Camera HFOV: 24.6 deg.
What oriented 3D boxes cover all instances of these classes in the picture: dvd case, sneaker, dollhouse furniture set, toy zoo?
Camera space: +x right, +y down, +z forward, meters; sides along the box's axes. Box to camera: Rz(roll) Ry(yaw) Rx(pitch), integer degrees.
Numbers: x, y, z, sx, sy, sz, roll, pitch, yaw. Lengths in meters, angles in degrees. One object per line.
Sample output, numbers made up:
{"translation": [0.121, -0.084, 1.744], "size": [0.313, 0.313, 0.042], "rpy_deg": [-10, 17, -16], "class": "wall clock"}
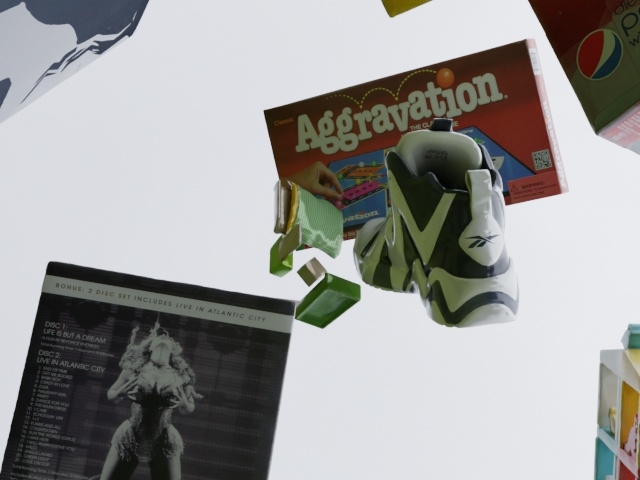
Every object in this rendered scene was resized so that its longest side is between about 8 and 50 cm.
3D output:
{"translation": [-0.112, 0.129, 0.917], "size": [0.018, 0.165, 0.221], "rpy_deg": [105, -6, -69], "class": "dvd case"}
{"translation": [0.089, -0.030, 1.203], "size": [0.235, 0.094, 0.153], "rpy_deg": [-134, -139, -72], "class": "sneaker"}
{"translation": [0.000, 0.000, 1.321], "size": [0.058, 0.076, 0.151], "rpy_deg": [-43, -145, 40], "class": "dollhouse furniture set"}
{"translation": [0.340, 0.236, 1.620], "size": [0.192, 0.030, 0.293], "rpy_deg": [-111, -157, -83], "class": "toy zoo"}

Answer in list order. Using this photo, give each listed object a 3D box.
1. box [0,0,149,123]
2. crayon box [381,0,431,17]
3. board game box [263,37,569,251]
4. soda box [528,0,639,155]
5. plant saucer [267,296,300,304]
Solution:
{"translation": [-0.245, -0.165, 0.523], "size": [0.312, 0.343, 0.179], "rpy_deg": [37, -50, 6], "class": "box"}
{"translation": [0.158, -0.382, 1.079], "size": [0.363, 0.106, 0.313], "rpy_deg": [-22, -81, 19], "class": "crayon box"}
{"translation": [0.084, -0.086, 1.384], "size": [0.281, 0.027, 0.145], "rpy_deg": [-13, -90, 29], "class": "board game box"}
{"translation": [0.224, -0.082, 0.784], "size": [0.083, 0.263, 0.092], "rpy_deg": [-36, -122, 27], "class": "soda box"}
{"translation": [-0.055, 0.063, 1.386], "size": [0.083, 0.083, 0.015], "rpy_deg": [-2, -100, 47], "class": "plant saucer"}
